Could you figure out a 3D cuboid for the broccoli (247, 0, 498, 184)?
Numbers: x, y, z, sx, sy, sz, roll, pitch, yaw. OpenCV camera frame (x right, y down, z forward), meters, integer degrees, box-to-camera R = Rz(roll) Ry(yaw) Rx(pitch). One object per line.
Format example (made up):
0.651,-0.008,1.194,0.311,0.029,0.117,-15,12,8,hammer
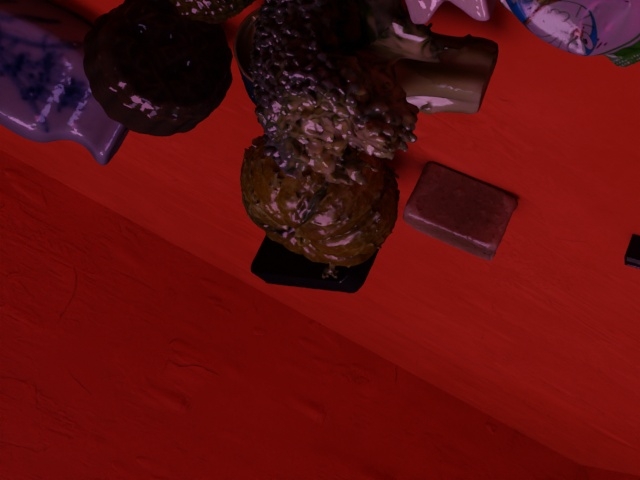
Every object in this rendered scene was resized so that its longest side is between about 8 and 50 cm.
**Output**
0.037,-0.213,1.165,0.317,0.277,0.338,5,160,34,broccoli

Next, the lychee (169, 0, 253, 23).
-0.136,-0.355,1.187,0.171,0.171,0.171,23,165,7,lychee

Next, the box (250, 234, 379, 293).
0.000,0.000,2.052,0.058,0.211,0.350,37,161,-31,box

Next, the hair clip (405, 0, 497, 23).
0.093,-0.346,0.872,0.101,0.085,0.331,1,141,26,hair clip

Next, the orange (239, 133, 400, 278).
-0.005,-0.091,1.744,0.301,0.223,0.300,29,154,-4,orange

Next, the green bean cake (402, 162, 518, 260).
0.243,-0.051,1.695,0.179,0.109,0.085,22,166,9,green bean cake

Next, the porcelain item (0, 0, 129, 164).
-0.526,-0.315,1.765,0.405,0.243,0.178,29,-171,-9,porcelain item

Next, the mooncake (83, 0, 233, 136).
-0.248,-0.278,1.505,0.228,0.228,0.124,32,155,-23,mooncake

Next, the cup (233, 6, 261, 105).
-0.041,-0.257,1.442,0.176,0.131,0.155,14,170,-2,cup

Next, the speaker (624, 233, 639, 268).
0.597,0.043,1.578,0.191,0.046,0.040,18,162,24,speaker

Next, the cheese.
0.224,-0.292,0.965,0.320,0.083,0.204,41,157,-16,cheese
